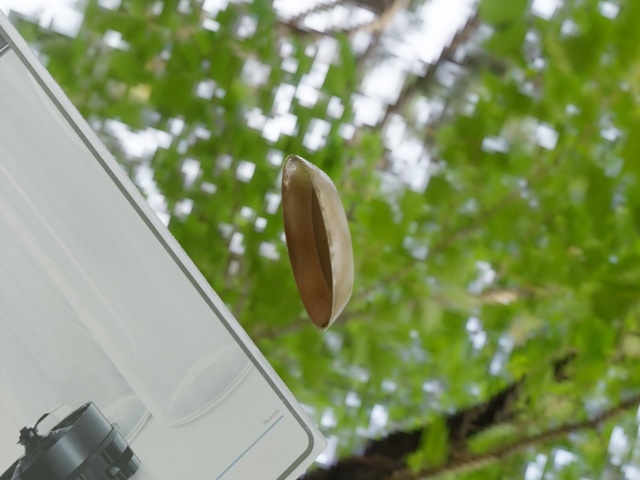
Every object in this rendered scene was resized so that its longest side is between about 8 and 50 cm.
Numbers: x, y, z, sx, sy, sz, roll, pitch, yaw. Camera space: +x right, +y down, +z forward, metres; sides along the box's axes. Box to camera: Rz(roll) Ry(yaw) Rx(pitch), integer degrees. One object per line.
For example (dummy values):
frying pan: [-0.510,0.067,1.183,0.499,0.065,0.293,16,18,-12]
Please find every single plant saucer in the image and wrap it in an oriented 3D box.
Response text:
plant saucer: [0.000,0.000,0.881,0.083,0.015,0.083,170,-90,-76]

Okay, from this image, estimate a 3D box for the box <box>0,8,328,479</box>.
box: [-0.152,0.021,0.702,0.169,0.290,0.087,-41,-170,-30]
